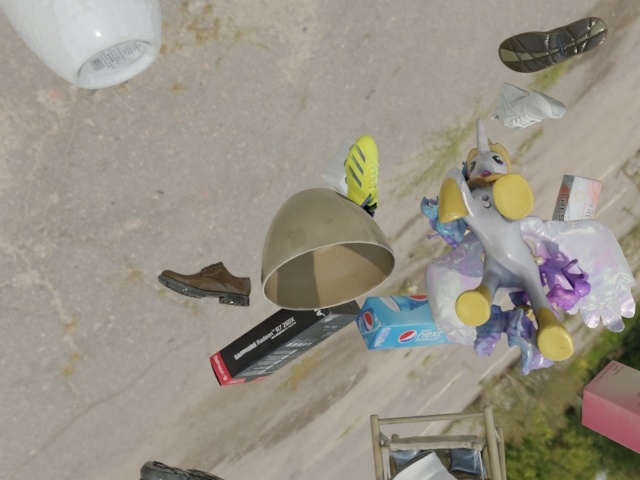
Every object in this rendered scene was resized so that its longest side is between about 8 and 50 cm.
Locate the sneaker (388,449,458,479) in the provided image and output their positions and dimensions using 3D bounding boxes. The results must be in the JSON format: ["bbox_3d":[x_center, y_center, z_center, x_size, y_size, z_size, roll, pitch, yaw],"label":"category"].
[{"bbox_3d":[0.147,0.424,0.852,0.111,0.129,0.297,-22,125,-31],"label":"sneaker"}]

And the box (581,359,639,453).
[{"bbox_3d":[0.783,0.419,1.577,0.149,0.232,0.126,-29,123,-32],"label":"box"}]

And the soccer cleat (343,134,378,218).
[{"bbox_3d":[0.109,-0.120,1.575,0.093,0.121,0.289,21,76,-37],"label":"soccer cleat"}]

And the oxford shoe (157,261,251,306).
[{"bbox_3d":[-0.271,0.093,1.525,0.227,0.083,0.096,14,77,-28],"label":"oxford shoe"}]

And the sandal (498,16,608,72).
[{"bbox_3d":[0.496,-0.422,1.384,0.219,0.090,0.060,-15,-165,27],"label":"sandal"}]

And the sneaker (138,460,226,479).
[{"bbox_3d":[-0.261,0.501,1.260,0.267,0.101,0.106,35,66,-47],"label":"sneaker"}]

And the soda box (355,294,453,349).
[{"bbox_3d":[0.176,0.146,1.180,0.210,0.071,0.067,1,132,-26],"label":"soda box"}]

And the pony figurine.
[{"bbox_3d":[0.261,0.022,0.886,0.303,0.350,0.363,-16,-166,19],"label":"pony figurine"}]

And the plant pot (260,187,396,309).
[{"bbox_3d":[0.000,0.000,1.379,0.284,0.190,0.284,-11,150,-6],"label":"plant pot"}]

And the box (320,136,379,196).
[{"bbox_3d":[0.101,-0.240,2.192,0.170,0.091,0.130,-55,143,-12],"label":"box"}]

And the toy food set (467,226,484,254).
[{"bbox_3d":[0.283,-0.006,1.130,0.019,0.122,0.078,-39,158,-15],"label":"toy food set"}]

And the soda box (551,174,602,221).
[{"bbox_3d":[0.512,-0.040,1.318,0.058,0.063,0.183,-112,-146,-82],"label":"soda box"}]

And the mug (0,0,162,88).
[{"bbox_3d":[-0.448,-0.446,1.202,0.276,0.328,0.374,-26,176,-19],"label":"mug"}]

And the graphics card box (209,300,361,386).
[{"bbox_3d":[-0.088,0.256,1.730,0.371,0.094,0.233,-35,160,18],"label":"graphics card box"}]

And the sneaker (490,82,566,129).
[{"bbox_3d":[0.296,-0.184,0.925,0.054,0.152,0.061,20,103,-18],"label":"sneaker"}]

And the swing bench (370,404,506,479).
[{"bbox_3d":[0.241,0.487,1.297,0.253,0.254,0.165,-11,145,20],"label":"swing bench"}]
